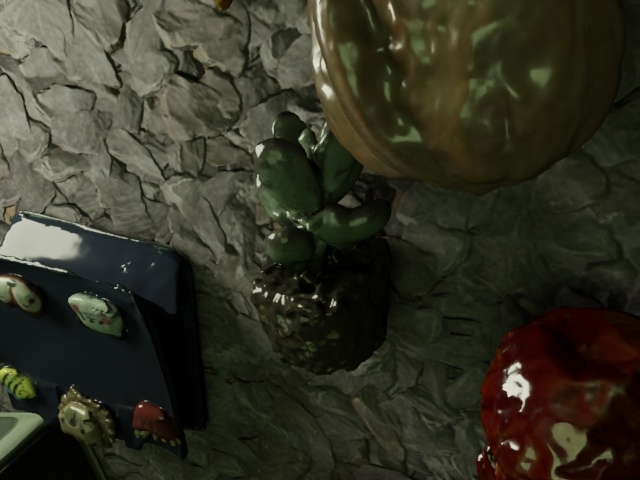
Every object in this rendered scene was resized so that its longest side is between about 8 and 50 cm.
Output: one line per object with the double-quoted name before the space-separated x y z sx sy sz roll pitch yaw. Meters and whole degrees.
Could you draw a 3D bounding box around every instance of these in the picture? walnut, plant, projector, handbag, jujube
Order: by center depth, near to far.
"walnut" 0.106 -0.165 0.612 0.273 0.227 0.273 13 119 24
"jujube" 0.251 0.186 0.743 0.213 0.213 0.232 8 129 23
"plant" -0.001 0.002 0.809 0.149 0.146 0.274 11 121 25
"handbag" -0.317 0.145 1.070 0.303 0.122 0.329 12 123 20
"projector" -0.520 0.425 1.247 0.249 0.248 0.248 -6 113 29

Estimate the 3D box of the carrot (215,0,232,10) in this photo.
"carrot" -0.125 -0.319 0.762 0.047 0.047 0.191 -10 117 31
